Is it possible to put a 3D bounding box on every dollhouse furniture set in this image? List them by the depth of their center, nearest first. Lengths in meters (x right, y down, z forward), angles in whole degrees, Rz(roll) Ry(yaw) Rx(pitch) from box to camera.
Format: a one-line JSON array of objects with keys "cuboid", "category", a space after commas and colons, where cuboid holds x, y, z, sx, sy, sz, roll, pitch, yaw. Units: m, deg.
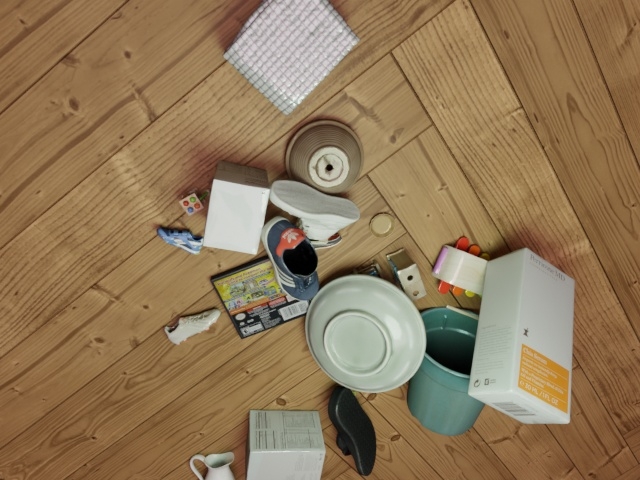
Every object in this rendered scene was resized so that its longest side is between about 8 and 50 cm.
[{"cuboid": [0.225, 0.136, 1.492, 0.183, 0.129, 0.129, -24, 115, 1], "category": "dollhouse furniture set"}]

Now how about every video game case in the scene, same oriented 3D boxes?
[{"cuboid": [-0.183, 0.177, 1.500, 0.274, 0.035, 0.248, -21, 115, 1], "category": "video game case"}]

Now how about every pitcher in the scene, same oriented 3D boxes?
[{"cuboid": [-0.412, 0.918, 1.747, 0.177, 0.125, 0.207, 3, 103, 12], "category": "pitcher"}]

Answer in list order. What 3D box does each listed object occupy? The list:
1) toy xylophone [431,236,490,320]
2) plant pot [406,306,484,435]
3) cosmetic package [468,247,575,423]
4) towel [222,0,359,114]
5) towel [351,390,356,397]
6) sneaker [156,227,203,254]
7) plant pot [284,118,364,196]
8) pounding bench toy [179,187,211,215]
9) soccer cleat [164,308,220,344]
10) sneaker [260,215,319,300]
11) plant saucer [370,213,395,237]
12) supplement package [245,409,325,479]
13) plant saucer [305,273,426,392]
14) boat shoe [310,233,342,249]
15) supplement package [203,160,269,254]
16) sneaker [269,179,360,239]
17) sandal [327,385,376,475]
[{"cuboid": [0.526, 0.146, 1.551, 0.322, 0.081, 0.236, 29, 92, -17], "category": "toy xylophone"}, {"cuboid": [0.454, 0.465, 1.581, 0.341, 0.341, 0.334, 0, 121, -9], "category": "plant pot"}, {"cuboid": [0.608, 0.278, 1.357, 0.230, 0.453, 0.161, 29, 149, -16], "category": "cosmetic package"}, {"cuboid": [-0.078, -0.506, 1.179, 0.235, 0.121, 0.283, 41, 103, -20], "category": "towel"}, {"cuboid": [0.111, 0.614, 1.746, 0.060, 0.009, 0.083, -8, 114, -5], "category": "towel"}, {"cuboid": [-0.420, -0.012, 1.373, 0.144, 0.053, 0.059, 25, 108, -27], "category": "sneaker"}, {"cuboid": [0.018, -0.225, 1.317, 0.237, 0.110, 0.237, -3, 112, -8], "category": "plant pot"}, {"cuboid": [-0.359, -0.120, 1.327, 0.083, 0.065, 0.052, -29, 114, 4], "category": "pounding bench toy"}, {"cuboid": [-0.418, 0.271, 1.488, 0.196, 0.068, 0.076, -31, 111, 8], "category": "soccer cleat"}, {"cuboid": [-0.058, 0.088, 1.342, 0.131, 0.148, 0.350, -45, 139, -17], "category": "sneaker"}, {"cuboid": [0.199, -0.049, 1.471, 0.083, 0.015, 0.083, -4, 113, -8], "category": "plant saucer"}, {"cuboid": [-0.136, 0.765, 1.669, 0.262, 0.198, 0.199, 5, 113, -11], "category": "supplement package"}, {"cuboid": [0.123, 0.310, 1.431, 0.400, 0.100, 0.401, 5, 103, 20], "category": "plant saucer"}, {"cuboid": [0.000, 0.000, 1.446, 0.137, 0.049, 0.043, -14, 112, 2], "category": "boat shoe"}, {"cuboid": [-0.236, -0.097, 1.281, 0.149, 0.203, 0.194, 10, 111, -13], "category": "supplement package"}, {"cuboid": [-0.048, -0.072, 1.327, 0.292, 0.108, 0.169, 16, 145, -32], "category": "sneaker"}, {"cuboid": [0.112, 0.714, 1.728, 0.107, 0.167, 0.446, -3, 123, 33], "category": "sandal"}]
